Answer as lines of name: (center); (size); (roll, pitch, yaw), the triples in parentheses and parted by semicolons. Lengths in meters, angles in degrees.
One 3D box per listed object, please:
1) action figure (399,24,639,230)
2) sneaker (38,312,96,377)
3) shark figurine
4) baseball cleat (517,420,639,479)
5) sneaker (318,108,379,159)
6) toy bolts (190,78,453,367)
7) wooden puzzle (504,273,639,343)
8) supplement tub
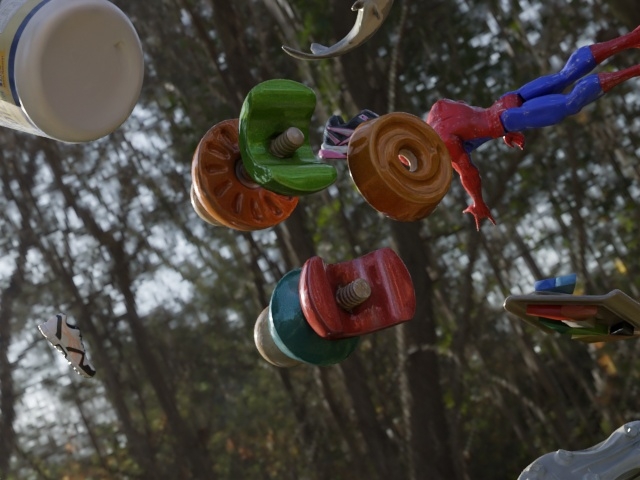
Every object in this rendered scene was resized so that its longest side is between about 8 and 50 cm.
action figure: (0.223, -0.111, 1.151); (0.280, 0.091, 0.139); (-17, -48, 18)
sneaker: (-0.349, 0.149, 1.562); (0.044, 0.109, 0.040); (-40, 25, -13)
shark figurine: (0.062, -0.325, 1.388); (0.116, 0.166, 0.278); (-61, -12, -45)
baseball cleat: (0.299, 0.271, 1.226); (0.206, 0.072, 0.109); (-14, -46, -25)
sneaker: (0.079, -0.157, 1.646); (0.178, 0.077, 0.072); (3, 2, 22)
toy bolts: (0.000, 0.000, 0.974); (0.218, 0.228, 0.158); (0, -21, -33)
wooden puzzle: (0.158, 0.046, 0.665); (0.079, 0.014, 0.116); (-11, -26, 44)
supplement tub: (-0.458, -0.285, 1.746); (0.316, 0.228, 0.228); (16, 19, 39)
